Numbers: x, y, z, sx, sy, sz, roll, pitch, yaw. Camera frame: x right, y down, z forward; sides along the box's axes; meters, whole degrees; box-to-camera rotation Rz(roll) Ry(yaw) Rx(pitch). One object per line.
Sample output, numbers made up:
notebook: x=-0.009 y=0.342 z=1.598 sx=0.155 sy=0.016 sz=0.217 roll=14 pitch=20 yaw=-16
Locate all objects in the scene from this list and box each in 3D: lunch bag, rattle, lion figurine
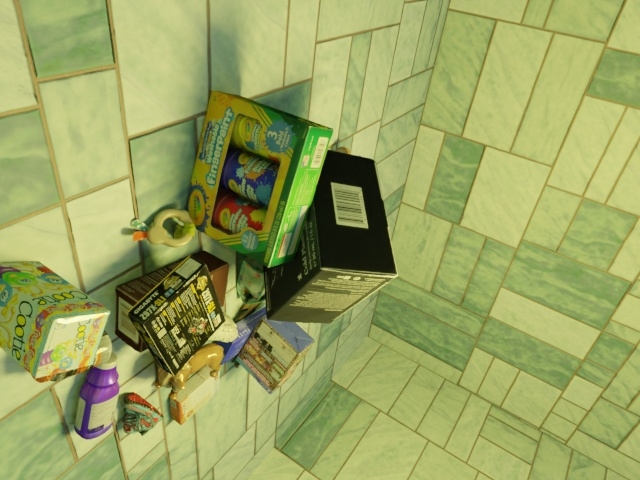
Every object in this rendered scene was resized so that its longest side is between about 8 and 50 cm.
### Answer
lunch bag: x=-0.238 y=0.145 z=2.049 sx=0.223 sy=0.160 sz=0.262 roll=-44 pitch=161 yaw=-44
rattle: x=-0.506 y=-0.023 z=1.484 sx=0.200 sy=0.143 sz=0.130 roll=-23 pitch=103 yaw=-36
lion figurine: x=-0.486 y=0.473 z=1.830 sx=0.240 sy=0.142 sz=0.392 roll=-56 pitch=168 yaw=26

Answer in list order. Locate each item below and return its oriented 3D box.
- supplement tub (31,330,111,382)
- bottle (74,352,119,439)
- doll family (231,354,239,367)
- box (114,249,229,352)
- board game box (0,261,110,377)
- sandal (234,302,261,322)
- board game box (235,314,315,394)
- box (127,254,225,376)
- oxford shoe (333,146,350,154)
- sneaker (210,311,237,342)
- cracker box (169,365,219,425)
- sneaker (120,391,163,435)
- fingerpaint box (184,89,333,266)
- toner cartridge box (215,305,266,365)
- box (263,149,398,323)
supplement tub: x=-0.695 y=0.317 z=1.321 sx=0.190 sy=0.117 sz=0.116 roll=-16 pitch=128 yaw=-59
bottle: x=-0.702 y=0.489 z=1.506 sx=0.118 sy=0.092 sz=0.282 roll=-17 pitch=128 yaw=-60
doll family: x=-0.352 y=0.539 z=2.314 sx=0.193 sy=0.076 sz=0.111 roll=-47 pitch=147 yaw=-44
box: x=-0.489 y=0.190 z=1.597 sx=0.381 sy=0.143 sz=0.191 roll=-25 pitch=135 yaw=-53
board game box: x=-0.644 y=0.169 z=1.080 sx=0.142 sy=0.275 sz=0.144 roll=4 pitch=110 yaw=-65
sandal: x=-0.324 y=0.303 z=2.149 sx=0.180 sy=0.049 sz=0.072 roll=-47 pitch=169 yaw=-5
board game box: x=-0.205 y=0.494 z=2.124 sx=0.141 sy=0.232 sz=0.291 roll=-24 pitch=151 yaw=-58
box: x=-0.437 y=0.244 z=1.495 sx=0.257 sy=0.079 sz=0.321 roll=-51 pitch=153 yaw=-33
oxford shoe: x=0.029 y=-0.283 z=2.215 sx=0.133 sy=0.130 sz=0.363 roll=26 pitch=89 yaw=-59
sneaker: x=-0.382 y=0.329 z=1.810 sx=0.114 sy=0.152 sz=0.305 roll=-56 pitch=-177 yaw=0
cracker box: x=-0.538 y=0.657 z=2.045 sx=0.232 sy=0.067 sz=0.155 roll=-36 pitch=144 yaw=-46
sneaker: x=-0.666 y=0.649 z=1.729 sx=0.125 sy=0.104 sz=0.261 roll=-50 pitch=152 yaw=-25
fingerpaint box: x=-0.211 y=-0.197 z=1.494 sx=0.163 sy=0.371 sz=0.444 roll=-15 pitch=127 yaw=-61
toner cartridge box: x=-0.335 y=0.421 z=2.170 sx=0.348 sy=0.075 sz=0.165 roll=-26 pitch=153 yaw=-55
box: x=0.000 y=0.000 z=1.737 sx=0.298 sy=0.479 sz=0.472 roll=7 pitch=149 yaw=-25
